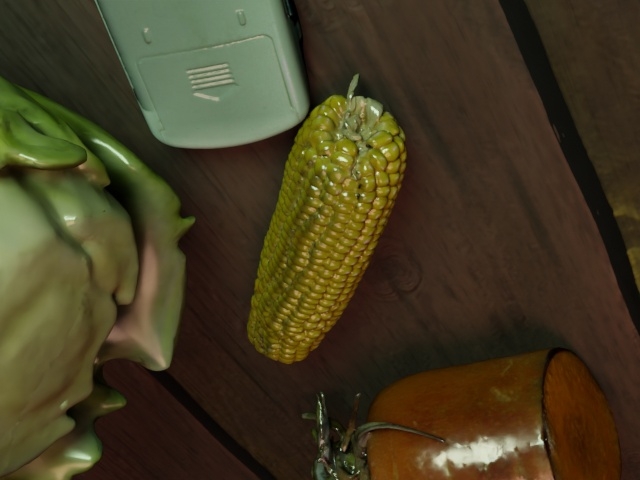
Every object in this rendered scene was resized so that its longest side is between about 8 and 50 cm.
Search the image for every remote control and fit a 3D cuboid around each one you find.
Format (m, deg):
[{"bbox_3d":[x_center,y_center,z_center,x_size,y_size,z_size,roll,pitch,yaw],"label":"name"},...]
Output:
[{"bbox_3d":[-0.095,-0.192,0.658,0.140,0.056,0.296,-8,134,9],"label":"remote control"}]

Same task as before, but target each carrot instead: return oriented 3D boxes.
[{"bbox_3d":[0.142,0.231,0.963,0.331,0.193,0.214,-13,173,17],"label":"carrot"}]

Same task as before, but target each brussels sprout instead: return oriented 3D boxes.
[{"bbox_3d":[-0.337,0.016,0.670,0.361,0.343,0.425,26,177,24],"label":"brussels sprout"}]

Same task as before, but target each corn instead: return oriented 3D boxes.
[{"bbox_3d":[0.000,0.000,0.810,0.101,0.102,0.310,10,131,-11],"label":"corn"}]
